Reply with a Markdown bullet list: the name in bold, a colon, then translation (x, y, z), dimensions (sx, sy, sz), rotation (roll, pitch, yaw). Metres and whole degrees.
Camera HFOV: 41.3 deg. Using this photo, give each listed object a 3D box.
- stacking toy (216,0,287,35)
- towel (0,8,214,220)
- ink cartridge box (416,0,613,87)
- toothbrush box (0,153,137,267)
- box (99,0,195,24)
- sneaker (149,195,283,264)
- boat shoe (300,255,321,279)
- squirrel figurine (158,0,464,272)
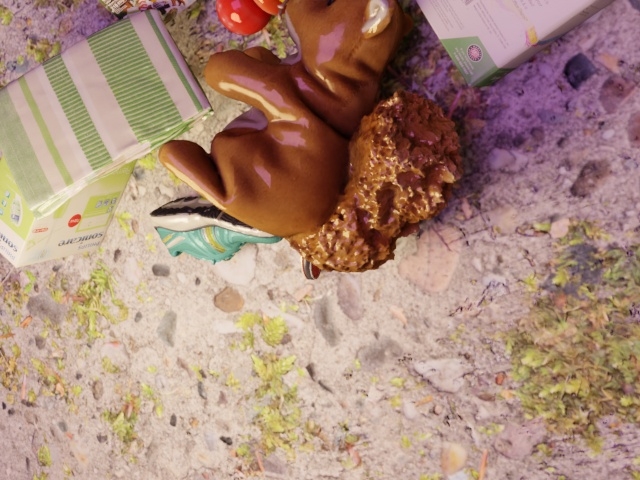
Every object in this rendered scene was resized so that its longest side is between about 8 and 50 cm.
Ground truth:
- **stacking toy**: translation (-0.033, -0.407, 1.262), dimensions (0.330, 0.141, 0.141), rotation (-24, 86, 35)
- **towel**: translation (-0.354, -0.208, 1.337), dimensions (0.325, 0.038, 0.247), rotation (-31, 69, 2)
- **ink cartridge box**: translation (0.258, -0.325, 1.124), dimensions (0.212, 0.093, 0.154), rotation (-34, 82, 32)
- **toothbrush box**: translation (-0.457, -0.111, 1.512), dimensions (0.122, 0.206, 0.283), rotation (39, 115, 18)
- **box**: translation (-0.254, -0.443, 1.350), dimensions (0.233, 0.159, 0.044), rotation (-31, 42, 22)
- **sneaker**: translation (-0.165, -0.016, 1.438), dimensions (0.275, 0.107, 0.110), rotation (2, 119, 35)
- **boat shoe**: translation (0.000, 0.000, 1.359), dimensions (0.043, 0.049, 0.137), rotation (13, 100, 26)
- **squirrel figurine**: translation (0.032, -0.168, 1.202), dimensions (0.397, 0.281, 0.370), rotation (38, 100, 13)
